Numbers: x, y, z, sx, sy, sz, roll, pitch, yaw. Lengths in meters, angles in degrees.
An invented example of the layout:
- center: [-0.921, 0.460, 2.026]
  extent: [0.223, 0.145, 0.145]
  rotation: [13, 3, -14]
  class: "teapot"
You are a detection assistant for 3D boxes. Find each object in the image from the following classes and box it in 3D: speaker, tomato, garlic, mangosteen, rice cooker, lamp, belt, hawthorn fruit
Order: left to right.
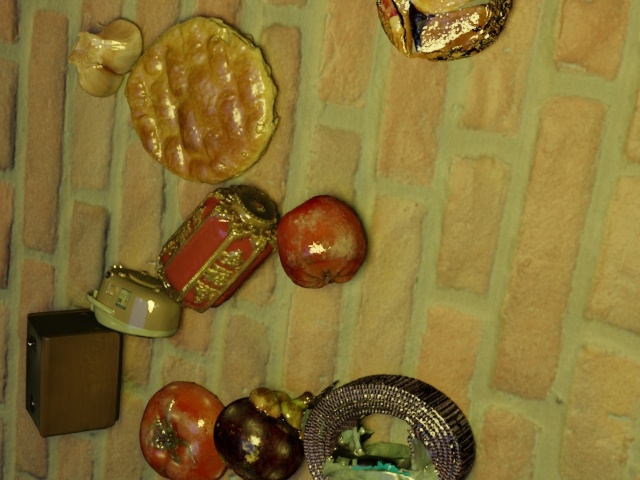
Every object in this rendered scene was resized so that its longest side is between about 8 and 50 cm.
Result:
- center: [-0.535, 0.282, 2.145]
  extent: [0.153, 0.193, 0.230]
  rotation: [31, 120, 56]
  class: "speaker"
- center: [-0.433, -0.371, 2.023]
  extent: [0.124, 0.099, 0.174]
  rotation: [32, 120, -2]
  class: "garlic"
- center: [-0.382, 0.132, 2.073]
  extent: [0.206, 0.145, 0.127]
  rotation: [27, 100, 25]
  class: "rice cooker"
- center: [-0.296, 0.421, 2.118]
  extent: [0.237, 0.095, 0.236]
  rotation: [7, 104, 28]
  class: "tomato"
- center: [-0.197, 0.016, 1.935]
  extent: [0.177, 0.177, 0.274]
  rotation: [50, 117, 10]
  class: "lamp"
- center: [-0.101, 0.373, 1.967]
  extent: [0.192, 0.192, 0.217]
  rotation: [39, 78, 16]
  class: "mangosteen"
- center: [0.000, 0.000, 1.824]
  extent: [0.173, 0.173, 0.172]
  rotation: [7, 104, 27]
  class: "hawthorn fruit"
- center: [0.125, 0.384, 1.866]
  extent: [0.325, 0.122, 0.260]
  rotation: [-2, 93, 26]
  class: "belt"

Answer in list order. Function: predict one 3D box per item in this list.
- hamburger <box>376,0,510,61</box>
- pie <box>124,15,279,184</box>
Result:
- center: [0.202, -0.406, 1.655]
  extent: [0.231, 0.107, 0.230]
  rotation: [4, 99, 26]
  class: "hamburger"
- center: [-0.226, -0.267, 1.936]
  extent: [0.340, 0.083, 0.339]
  rotation: [5, 101, 26]
  class: "pie"
